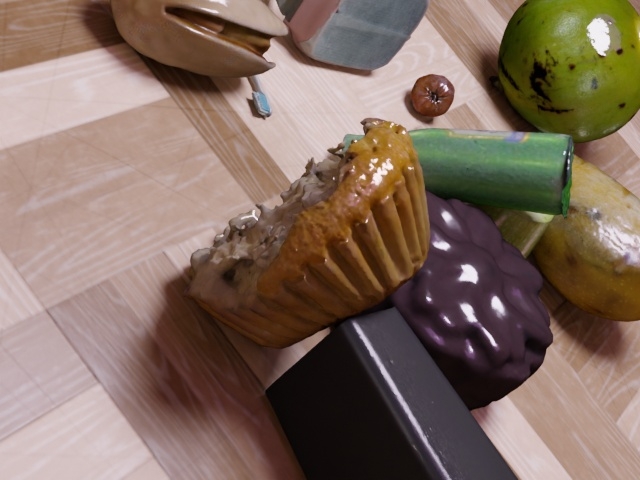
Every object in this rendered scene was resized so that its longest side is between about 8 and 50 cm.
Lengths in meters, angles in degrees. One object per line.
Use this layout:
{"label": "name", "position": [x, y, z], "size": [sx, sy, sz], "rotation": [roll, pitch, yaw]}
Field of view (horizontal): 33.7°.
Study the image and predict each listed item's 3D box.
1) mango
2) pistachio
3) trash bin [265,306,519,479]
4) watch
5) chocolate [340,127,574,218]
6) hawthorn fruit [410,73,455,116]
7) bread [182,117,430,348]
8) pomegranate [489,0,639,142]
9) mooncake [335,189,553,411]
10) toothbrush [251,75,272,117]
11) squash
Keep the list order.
{"label": "mango", "position": [0.380, -0.021, 1.540], "size": [0.176, 0.175, 0.329], "rotation": [37, 13, -50]}
{"label": "pistachio", "position": [-0.144, -0.264, 1.261], "size": [0.223, 0.126, 0.152], "rotation": [14, 9, -27]}
{"label": "trash bin", "position": [0.064, 0.201, 1.024], "size": [0.115, 0.165, 0.225], "rotation": [-12, 64, -48]}
{"label": "watch", "position": [0.033, -0.384, 1.526], "size": [0.253, 0.162, 0.241], "rotation": [3, 48, -44]}
{"label": "chocolate", "position": [0.171, -0.096, 1.334], "size": [0.291, 0.110, 0.110], "rotation": [7, 36, 15]}
{"label": "hawthorn fruit", "position": [0.167, -0.219, 1.591], "size": [0.067, 0.067, 0.103], "rotation": [45, 7, -4]}
{"label": "bread", "position": [0.000, 0.000, 1.058], "size": [0.149, 0.274, 0.274], "rotation": [50, 36, -13]}
{"label": "pomegranate", "position": [0.446, -0.294, 1.712], "size": [0.260, 0.341, 0.260], "rotation": [19, 65, -48]}
{"label": "mooncake", "position": [0.145, 0.062, 1.246], "size": [0.283, 0.141, 0.283], "rotation": [27, 40, -24]}
{"label": "toothbrush", "position": [-0.111, -0.269, 1.381], "size": [0.026, 0.022, 0.263], "rotation": [15, 47, -52]}
{"label": "squash", "position": [0.237, -0.039, 1.446], "size": [0.170, 0.123, 0.170], "rotation": [21, 45, -23]}
